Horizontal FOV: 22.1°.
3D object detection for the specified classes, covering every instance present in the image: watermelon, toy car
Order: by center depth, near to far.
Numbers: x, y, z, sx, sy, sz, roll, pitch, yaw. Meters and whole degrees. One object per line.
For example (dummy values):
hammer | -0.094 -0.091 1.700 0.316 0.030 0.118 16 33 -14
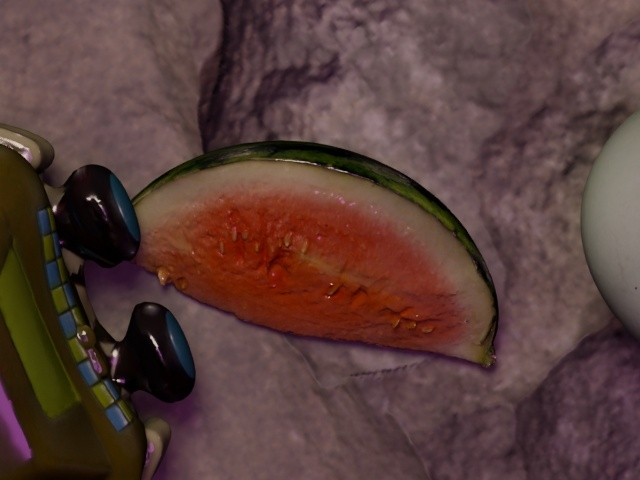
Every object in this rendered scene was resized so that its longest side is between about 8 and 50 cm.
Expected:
toy car | -0.190 0.062 0.859 0.204 0.198 0.247 -22 94 6
watermelon | -0.001 0.003 0.950 0.245 0.063 0.119 17 107 -5

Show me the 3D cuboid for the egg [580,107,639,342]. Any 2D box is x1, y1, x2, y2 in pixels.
egg | 0.272 0.000 0.899 0.264 0.183 0.182 10 94 -11
